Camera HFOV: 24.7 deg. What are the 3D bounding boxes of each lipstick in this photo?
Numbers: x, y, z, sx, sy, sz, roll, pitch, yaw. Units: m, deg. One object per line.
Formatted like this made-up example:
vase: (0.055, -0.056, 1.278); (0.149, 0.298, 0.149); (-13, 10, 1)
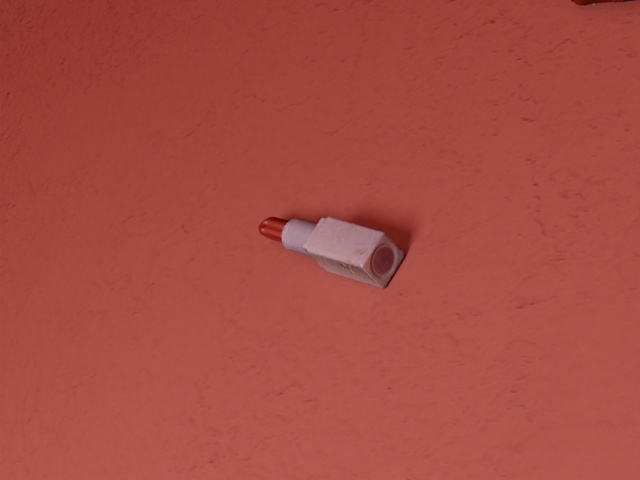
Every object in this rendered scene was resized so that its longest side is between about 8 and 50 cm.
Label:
lipstick: (-0.001, 0.001, 1.009); (0.129, 0.030, 0.030); (16, 68, 46)

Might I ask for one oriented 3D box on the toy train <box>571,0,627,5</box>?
toy train: (0.319, -0.210, 0.878); (0.409, 0.089, 0.086); (1, 63, 41)
